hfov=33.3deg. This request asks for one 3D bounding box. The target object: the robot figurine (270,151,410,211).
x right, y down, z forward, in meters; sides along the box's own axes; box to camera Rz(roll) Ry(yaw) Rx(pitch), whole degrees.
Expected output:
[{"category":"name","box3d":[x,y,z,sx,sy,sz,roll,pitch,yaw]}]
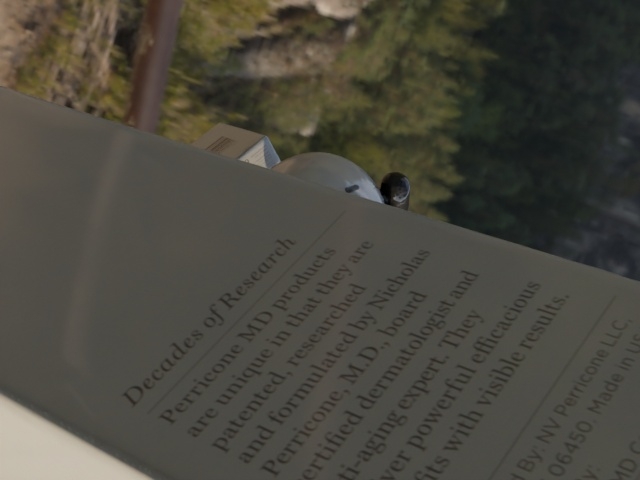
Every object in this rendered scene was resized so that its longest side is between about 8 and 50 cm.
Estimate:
[{"category":"robot figurine","box3d":[0.000,0.003,1.311,0.278,0.173,0.209,84,25,-72]}]

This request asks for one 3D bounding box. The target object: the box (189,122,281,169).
[{"category":"box","box3d":[-0.103,-0.061,1.475,0.091,0.130,0.170,-40,122,-20]}]

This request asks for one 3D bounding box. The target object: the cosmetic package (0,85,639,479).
[{"category":"cosmetic package","box3d":[-0.021,0.105,0.477,0.161,0.453,0.230,-45,138,-34]}]
